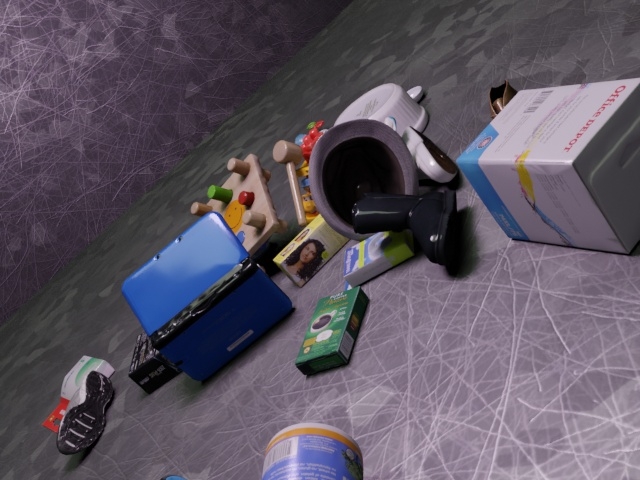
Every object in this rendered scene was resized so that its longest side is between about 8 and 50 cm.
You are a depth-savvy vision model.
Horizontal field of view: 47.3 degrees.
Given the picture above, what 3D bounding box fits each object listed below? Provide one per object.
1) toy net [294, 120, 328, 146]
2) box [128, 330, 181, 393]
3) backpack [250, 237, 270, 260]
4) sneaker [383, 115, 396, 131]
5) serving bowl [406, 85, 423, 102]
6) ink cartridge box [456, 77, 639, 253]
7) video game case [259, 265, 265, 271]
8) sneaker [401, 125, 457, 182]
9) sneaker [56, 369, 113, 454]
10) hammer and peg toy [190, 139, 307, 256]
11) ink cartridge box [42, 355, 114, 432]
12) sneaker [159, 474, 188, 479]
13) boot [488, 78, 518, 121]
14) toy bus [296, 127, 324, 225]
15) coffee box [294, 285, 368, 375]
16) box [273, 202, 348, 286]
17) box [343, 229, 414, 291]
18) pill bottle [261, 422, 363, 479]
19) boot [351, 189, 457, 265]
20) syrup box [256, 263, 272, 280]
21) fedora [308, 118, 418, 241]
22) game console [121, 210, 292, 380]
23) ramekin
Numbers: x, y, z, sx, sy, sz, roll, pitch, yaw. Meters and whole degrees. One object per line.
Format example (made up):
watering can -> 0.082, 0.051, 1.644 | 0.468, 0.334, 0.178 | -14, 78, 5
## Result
toy net -> -0.008, -0.346, 2.450 | 0.122, 0.045, 0.232 | -44, 25, -13
box -> -0.403, 0.280, 1.874 | 0.147, 0.077, 0.180 | -36, 24, 10
backpack -> -0.190, 0.004, 2.039 | 0.114, 0.084, 0.105 | -15, 31, 52
sneaker -> 0.123, -0.199, 1.792 | 0.087, 0.092, 0.229 | -69, 0, -76
serving bowl -> 0.273, -0.423, 2.180 | 0.083, 0.027, 0.083 | -32, 25, 17
ink cartridge box -> 0.416, -0.125, 1.217 | 0.198, 0.197, 0.270 | -46, 24, -15
video game case -> -0.252, 0.130, 1.875 | 0.201, 0.023, 0.183 | -34, -9, 12
sneaker -> 0.235, -0.172, 1.729 | 0.123, 0.105, 0.290 | -54, 18, 15
sneaker -> -0.612, 0.456, 1.875 | 0.108, 0.100, 0.271 | -47, 16, 20
hammer and peg toy -> -0.183, -0.086, 1.876 | 0.361, 0.127, 0.266 | -44, 48, 31
ink cartridge box -> -0.709, 0.436, 2.092 | 0.181, 0.056, 0.225 | -5, 40, 54
sneaker -> -0.280, 0.563, 1.184 | 0.140, 0.125, 0.341 | -57, 11, 42
boot -> 0.394, -0.237, 1.560 | 0.112, 0.115, 0.305 | -24, 29, 29
toy bus -> 0.006, -0.176, 1.911 | 0.149, 0.211, 0.220 | -4, 43, 51
coffee box -> 0.025, 0.178, 1.462 | 0.113, 0.040, 0.184 | -23, 29, 33
box -> 0.000, 0.000, 1.764 | 0.232, 0.087, 0.058 | -46, 22, -10
box -> 0.117, 0.032, 1.583 | 0.178, 0.042, 0.109 | -30, 25, 21
pill bottle -> -0.016, 0.397, 0.995 | 0.152, 0.152, 0.272 | -31, 26, 20
boot -> 0.164, -0.026, 1.461 | 0.207, 0.094, 0.246 | -2, 29, 15
syrup box -> -0.209, 0.175, 1.750 | 0.236, 0.096, 0.093 | -38, 22, 3
fedora -> 0.097, -0.133, 1.684 | 0.243, 0.276, 0.124 | -22, 0, -1
game console -> -0.259, 0.130, 1.674 | 0.293, 0.250, 0.173 | -38, 36, 3
ramekin -> 0.156, -0.326, 2.055 | 0.272, 0.127, 0.273 | -33, 24, 17
